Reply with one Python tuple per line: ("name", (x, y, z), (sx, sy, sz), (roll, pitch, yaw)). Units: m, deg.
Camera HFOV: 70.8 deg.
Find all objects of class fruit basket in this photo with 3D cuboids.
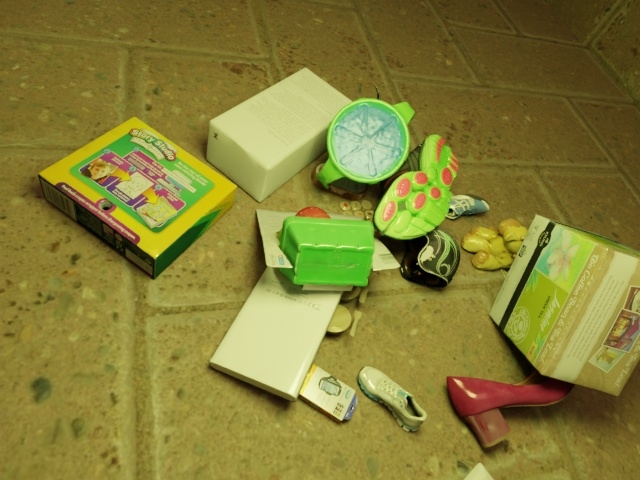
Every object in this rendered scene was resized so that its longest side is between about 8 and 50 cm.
("fruit basket", (0.000, 0.000, 1.200), (0.326, 0.166, 0.353), (3, 18, -15))

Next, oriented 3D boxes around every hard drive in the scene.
("hard drive", (-0.092, 0.201, 1.088), (0.210, 0.040, 0.319), (18, 50, 12))

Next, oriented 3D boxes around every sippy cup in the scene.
("sippy cup", (0.133, -0.284, 1.354), (0.304, 0.224, 0.241), (-4, 94, 0))

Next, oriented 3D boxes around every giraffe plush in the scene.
("giraffe plush", (0.575, 0.008, 1.401), (0.181, 0.171, 0.210), (-29, 69, -33))

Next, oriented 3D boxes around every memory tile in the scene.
("memory tile", (0.124, -0.064, 1.396), (0.113, 0.012, 0.148), (-2, 56, -20))

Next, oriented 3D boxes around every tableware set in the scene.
("tableware set", (0.050, 0.170, 1.188), (0.128, 0.039, 0.194), (16, 45, 10))

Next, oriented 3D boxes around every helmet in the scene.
("helmet", (0.317, 0.038, 1.297), (0.169, 0.169, 0.162), (20, 69, -5))

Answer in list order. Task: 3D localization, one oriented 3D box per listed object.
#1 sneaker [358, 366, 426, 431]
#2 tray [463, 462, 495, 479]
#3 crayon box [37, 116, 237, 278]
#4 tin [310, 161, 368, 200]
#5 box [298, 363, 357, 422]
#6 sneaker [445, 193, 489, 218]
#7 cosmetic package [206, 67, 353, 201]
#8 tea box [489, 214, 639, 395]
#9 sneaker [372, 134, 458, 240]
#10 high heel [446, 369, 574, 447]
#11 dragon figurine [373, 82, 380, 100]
("sneaker", (0.175, 0.363, 1.067), (0.190, 0.083, 0.071), (39, 54, 12))
("tray", (0.323, 0.623, 0.967), (0.270, 0.030, 0.145), (-27, 69, -32))
("crayon box", (-0.461, -0.127, 1.179), (0.362, 0.106, 0.313), (35, 51, 6))
("tin", (0.063, -0.192, 1.453), (0.189, 0.040, 0.106), (19, 48, -5))
("box", (0.019, 0.360, 1.050), (0.136, 0.028, 0.081), (33, 52, 3))
("sneaker", (0.463, -0.108, 1.513), (0.210, 0.080, 0.081), (5, 60, -4))
("cosmetic package", (-0.114, -0.345, 1.417), (0.230, 0.162, 0.453), (39, 53, 10))
("tea box", (0.650, 0.147, 1.155), (0.219, 0.330, 0.324), (16, 15, -8))
("sneaker", (0.270, -0.137, 1.341), (0.185, 0.202, 0.483), (49, 44, -7))
("high heel", (0.502, 0.350, 1.154), (0.376, 0.127, 0.182), (-22, 76, -27))
("dragon figurine", (0.172, -0.374, 1.515), (0.085, 0.290, 0.144), (19, 14, -8))
